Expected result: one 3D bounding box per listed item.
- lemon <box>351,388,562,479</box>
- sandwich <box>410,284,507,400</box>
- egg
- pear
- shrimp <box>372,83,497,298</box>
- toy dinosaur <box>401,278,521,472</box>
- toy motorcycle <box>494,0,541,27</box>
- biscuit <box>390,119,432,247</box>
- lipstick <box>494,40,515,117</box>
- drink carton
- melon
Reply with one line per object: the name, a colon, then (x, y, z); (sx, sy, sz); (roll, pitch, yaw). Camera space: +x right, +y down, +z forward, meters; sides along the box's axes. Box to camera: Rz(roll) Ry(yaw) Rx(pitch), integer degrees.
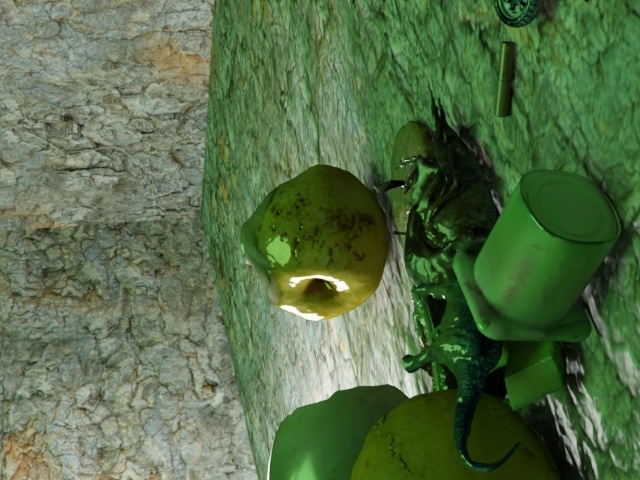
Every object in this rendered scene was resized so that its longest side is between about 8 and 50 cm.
lemon: (0.163, 0.317, 1.343); (0.310, 0.257, 0.258); (-111, 21, -64)
sandwich: (0.175, 0.143, 1.547); (0.160, 0.109, 0.185); (127, 137, -66)
egg: (0.059, 0.399, 1.743); (0.278, 0.278, 0.336); (124, 137, -68)
pear: (0.000, 0.000, 1.987); (0.271, 0.271, 0.271); (176, 90, -76)
shrimp: (0.160, -0.070, 1.529); (0.145, 0.116, 0.343); (-32, 46, 35)
toy dinosaur: (0.170, 0.106, 1.309); (0.147, 0.076, 0.363); (-22, 40, 42)
toy motorcycle: (0.206, -0.361, 1.313); (0.254, 0.092, 0.136); (65, 148, 33)
biscuit: (0.145, -0.077, 1.752); (0.220, 0.033, 0.220); (176, 90, -77)
lipstick: (0.228, -0.200, 1.406); (0.019, 0.018, 0.094); (-123, 32, -63)
drink carton: (0.238, 0.009, 1.209); (0.142, 0.146, 0.144); (110, 153, -42)
melon: (0.222, 0.132, 1.355); (0.064, 0.118, 0.209); (51, 176, -23)
